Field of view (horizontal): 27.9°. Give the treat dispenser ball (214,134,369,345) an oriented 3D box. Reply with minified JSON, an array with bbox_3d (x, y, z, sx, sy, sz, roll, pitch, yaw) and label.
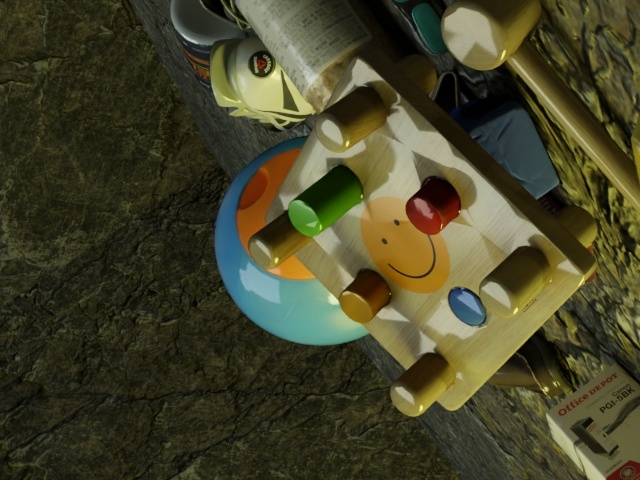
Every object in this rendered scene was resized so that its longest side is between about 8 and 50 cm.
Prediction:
[{"bbox_3d":[0.000,0.000,1.758,0.288,0.288,0.288,55,173,9],"label":"treat dispenser ball"}]

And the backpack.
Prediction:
[{"bbox_3d":[0.143,-0.079,1.168,0.098,0.101,0.120,67,172,-16],"label":"backpack"}]

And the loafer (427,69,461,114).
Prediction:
[{"bbox_3d":[0.116,-0.106,1.245,0.039,0.045,0.125,96,180,-67],"label":"loafer"}]

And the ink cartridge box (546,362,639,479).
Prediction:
[{"bbox_3d":[0.313,0.207,1.332,0.135,0.099,0.056,49,171,43],"label":"ink cartridge box"}]

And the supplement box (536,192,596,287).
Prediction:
[{"bbox_3d":[0.169,-0.015,1.259,0.188,0.104,0.081,52,173,32],"label":"supplement box"}]

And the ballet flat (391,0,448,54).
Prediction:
[{"bbox_3d":[0.084,-0.221,1.165,0.114,0.041,0.041,59,173,-23],"label":"ballet flat"}]

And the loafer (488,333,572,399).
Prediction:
[{"bbox_3d":[0.254,0.166,1.658,0.080,0.078,0.220,57,174,-11],"label":"loafer"}]

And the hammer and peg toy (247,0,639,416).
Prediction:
[{"bbox_3d":[0.100,-0.023,1.044,0.266,0.127,0.361,46,143,9],"label":"hammer and peg toy"}]

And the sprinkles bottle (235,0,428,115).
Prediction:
[{"bbox_3d":[0.005,-0.217,1.379,0.355,0.121,0.121,54,173,12],"label":"sprinkles bottle"}]

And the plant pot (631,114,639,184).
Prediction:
[{"bbox_3d":[0.227,-0.054,0.737,0.081,0.083,0.081,50,172,42],"label":"plant pot"}]

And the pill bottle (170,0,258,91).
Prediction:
[{"bbox_3d":[-0.150,-0.310,2.020,0.130,0.130,0.246,54,174,18],"label":"pill bottle"}]

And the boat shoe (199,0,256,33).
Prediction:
[{"bbox_3d":[-0.086,-0.316,1.681,0.109,0.091,0.305,58,173,-24],"label":"boat shoe"}]

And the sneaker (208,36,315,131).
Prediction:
[{"bbox_3d":[-0.019,-0.206,1.657,0.330,0.146,0.123,-23,-73,-74],"label":"sneaker"}]
